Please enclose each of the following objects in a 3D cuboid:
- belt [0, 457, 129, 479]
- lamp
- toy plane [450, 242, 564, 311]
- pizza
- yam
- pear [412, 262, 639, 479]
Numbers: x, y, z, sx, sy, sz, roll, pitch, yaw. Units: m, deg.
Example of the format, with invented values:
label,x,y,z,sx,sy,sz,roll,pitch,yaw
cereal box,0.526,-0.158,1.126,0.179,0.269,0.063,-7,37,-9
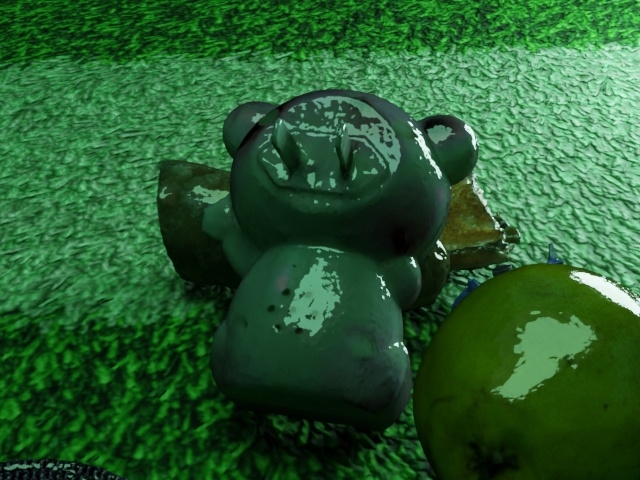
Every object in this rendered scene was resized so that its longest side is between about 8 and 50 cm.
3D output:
label,x,y,z,sx,sy,sz,roll,pitch,yaw
belt,-0.203,0.279,0.795,0.260,0.122,0.325,-3,30,-12
lamp,0.000,0.000,1.049,0.247,0.247,0.301,6,72,16
toy plane,0.200,0.046,1.241,0.167,0.054,0.062,-22,12,-30
pizza,0.147,-0.022,1.345,0.185,0.052,0.195,3,35,21
yam,-0.025,0.004,1.248,0.330,0.133,0.133,12,33,11
pear,0.189,0.122,0.961,0.212,0.212,0.269,17,31,27
